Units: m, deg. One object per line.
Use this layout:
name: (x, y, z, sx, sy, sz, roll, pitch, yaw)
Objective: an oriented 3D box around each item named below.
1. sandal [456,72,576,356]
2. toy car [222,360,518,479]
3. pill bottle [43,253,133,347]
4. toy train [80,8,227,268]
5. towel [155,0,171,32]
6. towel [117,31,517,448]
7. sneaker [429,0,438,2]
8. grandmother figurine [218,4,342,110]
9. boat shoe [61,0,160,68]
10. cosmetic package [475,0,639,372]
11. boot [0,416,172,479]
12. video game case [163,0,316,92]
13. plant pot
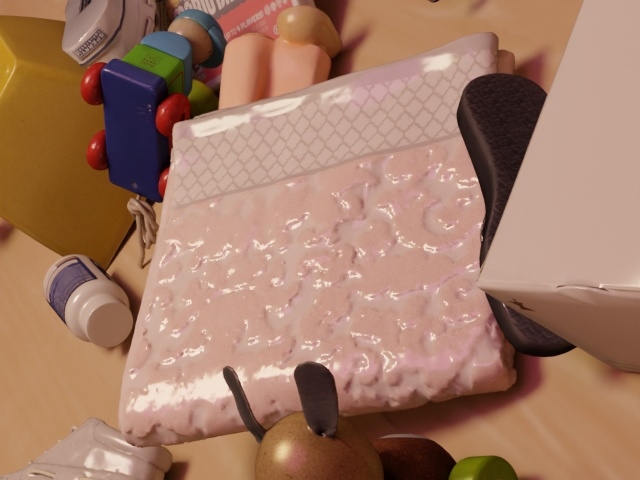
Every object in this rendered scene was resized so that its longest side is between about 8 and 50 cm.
sandal: (0.154, -0.016, 1.112, 0.054, 0.097, 0.254, 103, 168, -47)
toy car: (0.012, 0.150, 1.035, 0.155, 0.188, 0.149, -12, 30, 44)
pill bottle: (-0.233, 0.064, 1.558, 0.067, 0.067, 0.120, -58, 33, 3)
toy train: (-0.153, -0.102, 1.534, 0.105, 0.248, 0.143, 23, 50, 18)
towel: (-0.166, -0.373, 1.666, 0.324, 0.056, 0.312, 3, 107, 55)
towel: (0.000, 0.000, 1.231, 0.332, 0.053, 0.317, -13, 54, 27)
sneaker: (0.151, -0.328, 1.334, 0.268, 0.101, 0.153, -55, 34, 18)
grandmother figurine: (-0.066, -0.043, 1.398, 0.208, 0.104, 0.342, -33, 38, 47)
boat shoe: (-0.213, -0.235, 1.617, 0.095, 0.084, 0.258, -38, 25, 24)
cosmetic package: (0.264, -0.103, 0.958, 0.197, 0.155, 0.365, 5, 70, 54)
boot: (-0.234, 0.225, 1.430, 0.258, 0.095, 0.123, 4, 62, 45)
video game case: (-0.110, -0.311, 1.559, 0.204, 0.025, 0.285, -23, 85, 50)
plant pot: (-0.295, -0.123, 1.642, 0.212, 0.187, 0.212, -59, 36, 14)
